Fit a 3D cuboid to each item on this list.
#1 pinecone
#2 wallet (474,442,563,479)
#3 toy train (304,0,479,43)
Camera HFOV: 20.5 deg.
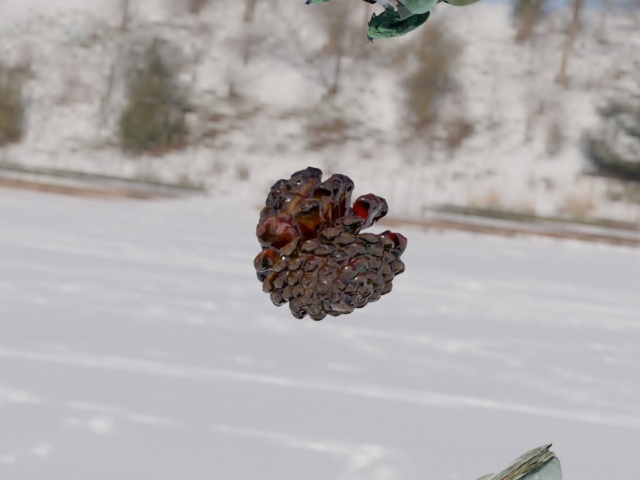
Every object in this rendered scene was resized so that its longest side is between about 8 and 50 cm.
[{"bbox_3d":[-0.002,0.004,1.144,0.102,0.102,0.109,8,16,-30],"label":"pinecone"},{"bbox_3d":[0.074,0.261,1.319,0.077,0.223,0.309,48,-24,5],"label":"wallet"},{"bbox_3d":[0.073,-0.315,1.833,0.189,0.126,0.307,-34,29,-8],"label":"toy train"}]
